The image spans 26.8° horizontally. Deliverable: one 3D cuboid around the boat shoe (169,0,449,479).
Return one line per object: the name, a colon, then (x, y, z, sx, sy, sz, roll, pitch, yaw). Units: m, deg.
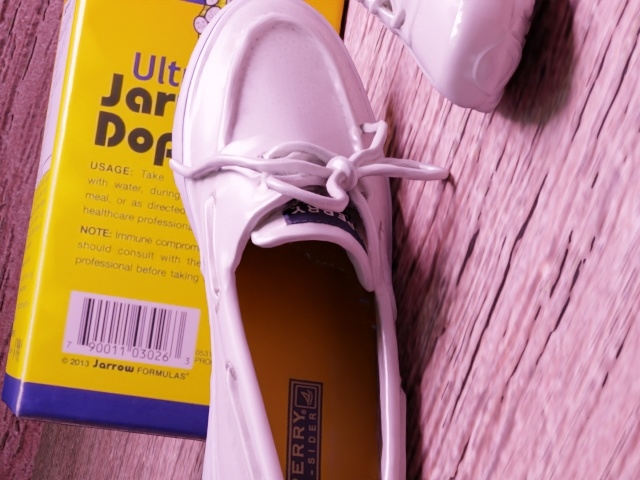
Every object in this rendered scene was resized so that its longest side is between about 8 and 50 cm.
boat shoe: (-0.008, 0.001, 0.717, 0.156, 0.135, 0.367, 127, 147, -60)

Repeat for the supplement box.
supplement box: (-0.117, -0.034, 1.030, 0.194, 0.195, 0.357, 169, 110, -74)

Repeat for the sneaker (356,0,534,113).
sneaker: (0.036, -0.138, 0.673, 0.232, 0.115, 0.090, -104, 28, -57)
